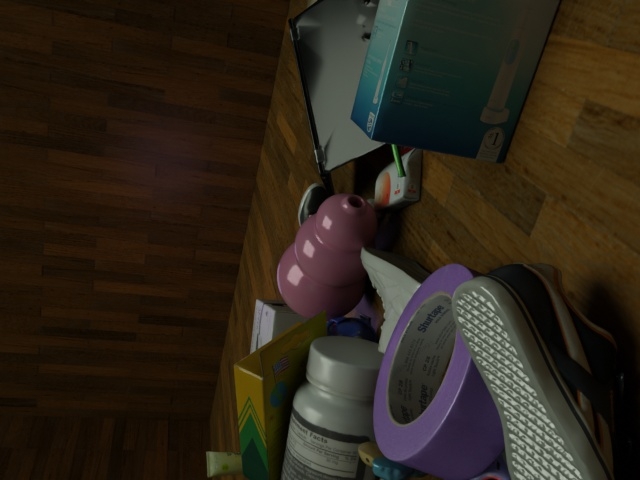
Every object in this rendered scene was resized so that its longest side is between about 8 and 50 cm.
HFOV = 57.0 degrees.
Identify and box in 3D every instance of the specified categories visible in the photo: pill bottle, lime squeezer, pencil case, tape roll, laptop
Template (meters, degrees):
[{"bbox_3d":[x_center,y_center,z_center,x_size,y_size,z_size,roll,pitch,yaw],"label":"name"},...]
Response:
[{"bbox_3d":[0.038,0.378,1.105,0.204,0.204,0.361,-146,65,-72],"label":"pill bottle"},{"bbox_3d":[0.162,-0.280,1.101,0.059,0.110,0.310,-40,-31,-75],"label":"lime squeezer"},{"bbox_3d":[0.029,0.302,1.313,0.133,0.119,0.306,51,135,41],"label":"pencil case"},{"bbox_3d":[0.172,0.174,0.801,0.275,0.090,0.275,-157,90,-79],"label":"tape roll"},{"bbox_3d":[0.079,-0.333,1.339,0.408,0.236,0.382,59,-160,-76],"label":"laptop"}]

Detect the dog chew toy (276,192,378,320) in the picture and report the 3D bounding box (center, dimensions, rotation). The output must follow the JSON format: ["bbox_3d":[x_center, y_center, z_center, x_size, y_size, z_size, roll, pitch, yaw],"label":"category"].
[{"bbox_3d":[0.025,0.029,1.283,0.332,0.206,0.207,112,158,-45],"label":"dog chew toy"}]

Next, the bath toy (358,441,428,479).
[{"bbox_3d":[0.096,0.504,0.940,0.129,0.151,0.348,-90,6,-86],"label":"bath toy"}]

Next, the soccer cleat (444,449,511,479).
[{"bbox_3d":[0.193,0.373,0.796,0.095,0.083,0.248,-116,40,-62],"label":"soccer cleat"}]

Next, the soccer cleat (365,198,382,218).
[{"bbox_3d":[0.079,-0.062,1.376,0.196,0.076,0.068,148,128,-70],"label":"soccer cleat"}]

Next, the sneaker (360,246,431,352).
[{"bbox_3d":[0.129,0.119,1.072,0.292,0.108,0.169,-135,56,-68],"label":"sneaker"}]

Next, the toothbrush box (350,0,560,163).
[{"bbox_3d":[0.189,-0.281,0.838,0.126,0.216,0.296,-115,34,-61],"label":"toothbrush box"}]

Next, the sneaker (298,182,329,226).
[{"bbox_3d":[0.000,0.000,1.594,0.147,0.104,0.296,-131,44,-67],"label":"sneaker"}]

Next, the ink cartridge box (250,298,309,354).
[{"bbox_3d":[-0.128,0.312,1.840,0.307,0.129,0.223,-175,92,-74],"label":"ink cartridge box"}]

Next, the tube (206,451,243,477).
[{"bbox_3d":[-0.235,0.699,1.849,0.070,0.240,0.062,155,119,-72],"label":"tube"}]

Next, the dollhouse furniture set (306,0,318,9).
[{"bbox_3d":[0.041,-0.514,1.544,0.212,0.161,0.242,-158,76,-73],"label":"dollhouse furniture set"}]

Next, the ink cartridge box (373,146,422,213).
[{"bbox_3d":[0.158,-0.156,1.205,0.145,0.045,0.179,155,118,-71],"label":"ink cartridge box"}]

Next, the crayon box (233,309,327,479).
[{"bbox_3d":[-0.070,0.305,1.177,0.081,0.202,0.319,15,116,35],"label":"crayon box"}]

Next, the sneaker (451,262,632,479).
[{"bbox_3d":[0.256,0.174,0.613,0.126,0.127,0.321,-21,88,63],"label":"sneaker"}]
